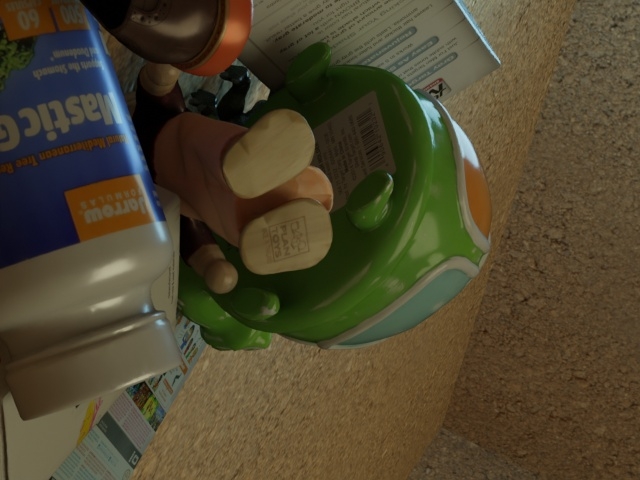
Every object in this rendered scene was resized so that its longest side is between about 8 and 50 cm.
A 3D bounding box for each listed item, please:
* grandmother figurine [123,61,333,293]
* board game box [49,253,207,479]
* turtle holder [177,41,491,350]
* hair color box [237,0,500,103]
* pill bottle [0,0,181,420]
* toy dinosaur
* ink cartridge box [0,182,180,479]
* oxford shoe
[{"bbox_3d":[-0.102,-0.058,1.296,0.104,0.342,0.208,-11,108,-24],"label":"grandmother figurine"},{"bbox_3d":[-0.218,0.133,1.551,0.303,0.097,0.224,-59,164,-18],"label":"board game box"},{"bbox_3d":[0.013,0.005,1.427,0.227,0.243,0.320,23,104,-46],"label":"turtle holder"},{"bbox_3d":[0.016,-0.220,1.463,0.185,0.114,0.374,-33,154,10],"label":"hair color box"},{"bbox_3d":[-0.185,-0.028,1.042,0.272,0.152,0.152,70,20,1],"label":"pill bottle"},{"bbox_3d":[-0.077,-0.099,1.658,0.313,0.121,0.160,-81,-179,-51],"label":"toy dinosaur"},{"bbox_3d":[-0.240,0.058,1.215,0.233,0.171,0.168,-51,159,-39],"label":"ink cartridge box"},{"bbox_3d":[-0.141,-0.219,1.016,0.098,0.271,0.097,5,130,-47],"label":"oxford shoe"}]
